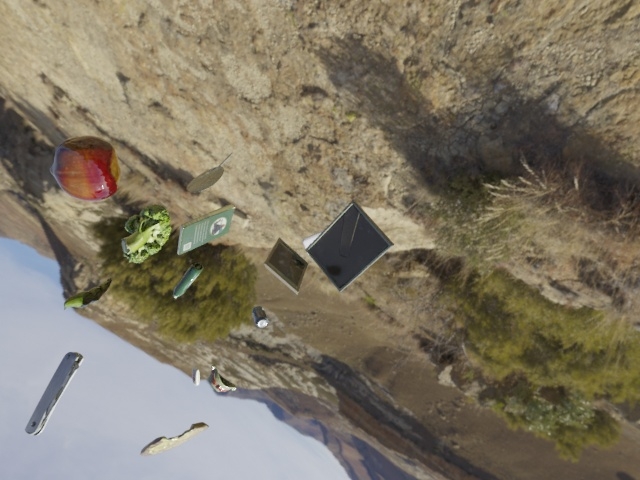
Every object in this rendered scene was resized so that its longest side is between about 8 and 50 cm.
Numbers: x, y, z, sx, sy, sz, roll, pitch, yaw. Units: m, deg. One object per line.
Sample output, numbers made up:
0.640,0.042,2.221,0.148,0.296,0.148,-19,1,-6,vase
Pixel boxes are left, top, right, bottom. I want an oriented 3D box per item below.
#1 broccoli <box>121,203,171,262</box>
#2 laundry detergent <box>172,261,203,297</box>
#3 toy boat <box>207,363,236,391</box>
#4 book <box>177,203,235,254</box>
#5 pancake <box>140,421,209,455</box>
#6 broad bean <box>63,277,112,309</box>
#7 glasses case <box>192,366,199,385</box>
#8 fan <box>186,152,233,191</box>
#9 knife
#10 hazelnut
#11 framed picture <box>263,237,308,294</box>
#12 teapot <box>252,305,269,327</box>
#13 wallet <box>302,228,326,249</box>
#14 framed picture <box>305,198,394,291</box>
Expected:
-0.823,-0.019,1.810,0.186,0.302,0.254,39,134,5,broccoli
-0.702,0.213,2.104,0.063,0.211,0.137,36,-173,-11,laundry detergent
-0.481,0.667,1.907,0.185,0.071,0.089,59,172,-27,toy boat
-0.698,-0.069,2.442,0.043,0.371,0.260,44,136,17,book
-0.514,0.707,1.419,0.212,0.235,0.029,-54,54,41,pancake
-0.831,0.199,1.450,0.043,0.060,0.297,-1,-172,-1,broad bean
-0.530,0.577,1.702,0.032,0.021,0.083,15,109,33,glasses case
-0.532,-0.324,1.975,0.012,0.294,0.223,58,173,-34,fan
-0.864,0.495,1.305,0.073,0.265,0.040,11,156,26,knife
-0.825,-0.251,1.415,0.229,0.229,0.229,33,159,14,hazelnut
-0.155,0.112,1.874,0.209,0.019,0.281,42,-157,-13,framed picture
-0.215,0.281,1.476,0.064,0.049,0.083,7,-155,-24,teapot
0.000,0.000,2.122,0.095,0.190,0.033,68,167,-13,wallet
0.102,0.027,1.556,0.232,0.024,0.315,50,123,9,framed picture
